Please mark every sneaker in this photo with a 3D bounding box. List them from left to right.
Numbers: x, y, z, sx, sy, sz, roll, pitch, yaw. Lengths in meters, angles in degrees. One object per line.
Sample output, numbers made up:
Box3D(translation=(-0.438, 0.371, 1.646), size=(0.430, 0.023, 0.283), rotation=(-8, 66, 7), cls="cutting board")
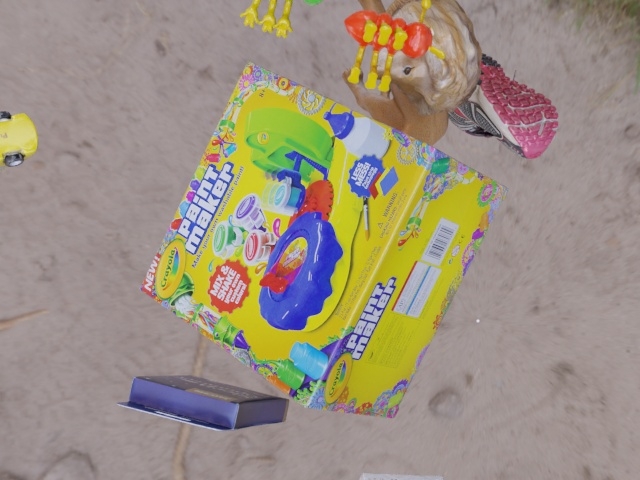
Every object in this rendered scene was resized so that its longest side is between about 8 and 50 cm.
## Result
Box3D(translation=(0.278, -0.206, 1.747), size=(0.120, 0.299, 0.112), rotation=(1, 120, -22), cls="sneaker")

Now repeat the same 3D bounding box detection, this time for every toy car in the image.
Box3D(translation=(-0.448, -0.064, 1.181), size=(0.239, 0.053, 0.225), rotation=(17, 69, -13), cls="toy car")

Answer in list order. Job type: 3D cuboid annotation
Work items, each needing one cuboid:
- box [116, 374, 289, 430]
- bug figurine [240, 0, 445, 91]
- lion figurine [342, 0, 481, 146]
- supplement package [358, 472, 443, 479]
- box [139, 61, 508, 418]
Box3D(translation=(-0.136, 0.193, 1.312), size=(0.136, 0.225, 0.037), rotation=(11, 88, 17), cls="box")
Box3D(translation=(0.040, -0.262, 0.993), size=(0.216, 0.279, 0.072), rotation=(15, 58, -5), cls="bug figurine")
Box3D(translation=(0.120, -0.205, 1.386), size=(0.142, 0.392, 0.240), rotation=(-25, 69, -1), cls="lion figurine")
Box3D(translation=(0.123, 0.541, 1.764), size=(0.145, 0.204, 0.262), rotation=(5, 49, -16), cls="supplement package")
Box3D(translation=(0.000, 0.000, 1.211), size=(0.279, 0.177, 0.290), rotation=(29, 96, 36), cls="box")
